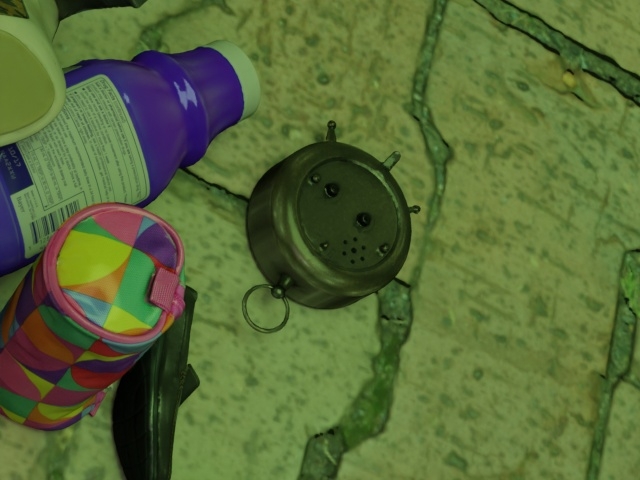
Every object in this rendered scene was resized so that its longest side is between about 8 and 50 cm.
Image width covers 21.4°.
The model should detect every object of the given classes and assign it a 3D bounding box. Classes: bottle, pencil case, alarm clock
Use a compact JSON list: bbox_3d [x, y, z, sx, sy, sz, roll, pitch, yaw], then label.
[{"bbox_3d":[-0.166,-0.072,1.242,0.283,0.092,0.118,-30,110,-37],"label":"bottle"},{"bbox_3d":[-0.162,0.056,1.133,0.104,0.236,0.104,7,68,-19],"label":"pencil case"},{"bbox_3d":[0.000,0.000,1.342,0.129,0.064,0.192,44,61,-11],"label":"alarm clock"}]

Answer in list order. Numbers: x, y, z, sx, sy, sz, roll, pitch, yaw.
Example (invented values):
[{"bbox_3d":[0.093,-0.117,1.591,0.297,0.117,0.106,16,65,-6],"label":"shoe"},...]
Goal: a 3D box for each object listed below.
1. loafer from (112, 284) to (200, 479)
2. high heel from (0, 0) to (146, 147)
[{"bbox_3d":[-0.115,0.104,1.243,0.061,0.062,0.170,10,71,-32],"label":"loafer"},{"bbox_3d":[-0.251,-0.124,1.164,0.261,0.186,0.093,-43,122,-37],"label":"high heel"}]
